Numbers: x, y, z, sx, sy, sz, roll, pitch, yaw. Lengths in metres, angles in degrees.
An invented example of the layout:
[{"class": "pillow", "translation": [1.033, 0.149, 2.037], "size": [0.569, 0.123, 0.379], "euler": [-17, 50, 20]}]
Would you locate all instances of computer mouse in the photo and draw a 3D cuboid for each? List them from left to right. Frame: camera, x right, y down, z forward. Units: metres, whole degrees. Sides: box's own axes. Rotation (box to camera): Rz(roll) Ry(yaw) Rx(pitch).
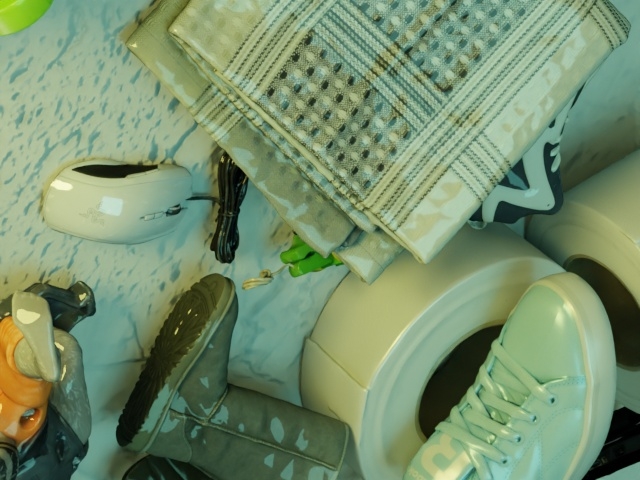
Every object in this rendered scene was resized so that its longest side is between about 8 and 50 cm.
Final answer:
[{"class": "computer mouse", "translation": [-0.134, -0.026, 1.378], "size": [0.193, 0.042, 0.106], "euler": [-4, 122, -39]}]

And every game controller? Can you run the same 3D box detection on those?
[{"class": "game controller", "translation": [0.353, 0.210, 1.825], "size": [0.166, 0.067, 0.319], "euler": [-34, 176, -31]}]

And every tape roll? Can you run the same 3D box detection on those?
[{"class": "tape roll", "translation": [0.121, 0.116, 1.658], "size": [0.286, 0.100, 0.286], "euler": [-23, 132, -27]}, {"class": "tape roll", "translation": [0.344, 0.032, 1.678], "size": [0.169, 0.246, 0.246], "euler": [-30, 135, -20]}]

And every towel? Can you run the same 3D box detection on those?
[{"class": "towel", "translation": [0.056, -0.158, 1.353], "size": [0.324, 0.056, 0.312], "euler": [-46, 117, -1]}]

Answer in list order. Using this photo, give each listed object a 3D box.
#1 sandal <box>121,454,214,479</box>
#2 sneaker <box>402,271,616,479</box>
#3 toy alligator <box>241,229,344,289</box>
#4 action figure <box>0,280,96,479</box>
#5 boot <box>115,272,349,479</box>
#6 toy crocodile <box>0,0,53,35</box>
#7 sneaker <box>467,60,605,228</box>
[{"class": "sandal", "translation": [-0.097, 0.214, 1.572], "size": [0.219, 0.060, 0.090], "euler": [-23, 95, -41]}, {"class": "sneaker", "translation": [0.158, 0.200, 1.575], "size": [0.150, 0.135, 0.366], "euler": [-9, 124, -40]}, {"class": "toy alligator", "translation": [0.000, 0.000, 1.502], "size": [0.190, 0.056, 0.051], "euler": [-14, 87, -40]}, {"class": "action figure", "translation": [-0.286, 0.171, 1.268], "size": [0.341, 0.178, 0.330], "euler": [-39, 165, -5]}, {"class": "boot", "translation": [-0.056, 0.142, 1.501], "size": [0.208, 0.076, 0.189], "euler": [24, 104, -26]}, {"class": "toy crocodile", "translation": [-0.190, -0.247, 1.138], "size": [0.340, 0.105, 0.115], "euler": [-41, 138, -3]}, {"class": "sneaker", "translation": [0.198, -0.101, 1.570], "size": [0.235, 0.094, 0.153], "euler": [-48, 140, -2]}]
